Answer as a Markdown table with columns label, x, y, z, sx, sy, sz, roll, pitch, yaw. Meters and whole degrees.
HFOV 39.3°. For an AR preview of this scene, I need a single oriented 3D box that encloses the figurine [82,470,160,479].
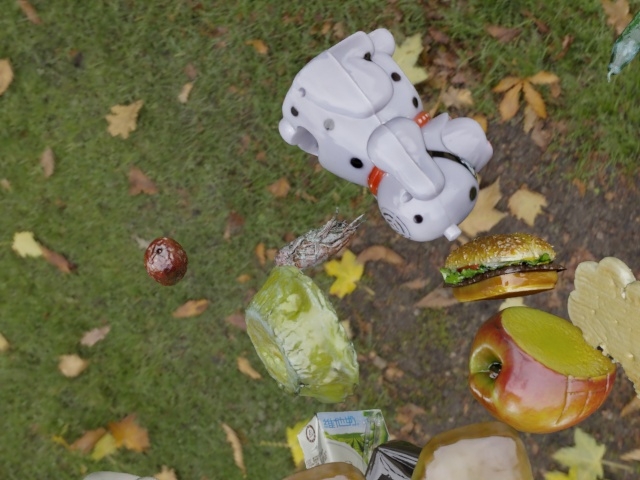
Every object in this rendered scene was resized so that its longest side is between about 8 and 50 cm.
| label | x | y | z | sx | sy | sz | roll | pitch | yaw |
| --- | --- | --- | --- | --- | --- | --- | --- | --- | --- |
| figurine | -0.230 | 0.369 | 0.931 | 0.127 | 0.236 | 0.155 | 33 | 146 | -31 |

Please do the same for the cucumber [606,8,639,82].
| label | x | y | z | sx | sy | sz | roll | pitch | yaw |
| --- | --- | --- | --- | --- | --- | --- | --- | --- | --- |
| cucumber | 0.430 | -0.281 | 1.211 | 0.037 | 0.037 | 0.155 | 35 | 85 | 6 |

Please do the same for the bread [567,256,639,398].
| label | x | y | z | sx | sy | sz | roll | pitch | yaw |
| --- | --- | --- | --- | --- | --- | --- | --- | --- | --- |
| bread | 0.491 | 0.126 | 1.458 | 0.038 | 0.251 | 0.182 | -6 | 124 | -19 |

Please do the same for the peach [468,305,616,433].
| label | x | y | z | sx | sy | sz | roll | pitch | yaw |
| --- | --- | --- | --- | --- | --- | --- | --- | --- | --- |
| peach | 0.432 | 0.256 | 1.756 | 0.274 | 0.249 | 0.245 | 4 | 149 | -14 |

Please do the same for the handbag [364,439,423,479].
| label | x | y | z | sx | sy | sz | roll | pitch | yaw |
| --- | --- | --- | --- | --- | --- | --- | --- | --- | --- |
| handbag | 0.176 | 0.505 | 1.525 | 0.256 | 0.113 | 0.286 | 15 | 93 | 11 |

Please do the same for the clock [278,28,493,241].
| label | x | y | z | sx | sy | sz | roll | pitch | yaw |
| --- | --- | --- | --- | --- | --- | --- | --- | --- | --- |
| clock | 0.093 | -0.107 | 1.076 | 0.254 | 0.188 | 0.189 | 47 | 126 | 21 |

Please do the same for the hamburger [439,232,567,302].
| label | x | y | z | sx | sy | sz | roll | pitch | yaw |
| --- | --- | --- | --- | --- | --- | --- | --- | --- | --- |
| hamburger | 0.245 | 0.035 | 1.235 | 0.166 | 0.137 | 0.087 | -21 | 73 | 61 |

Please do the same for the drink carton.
| label | x | y | z | sx | sy | sz | roll | pitch | yaw |
| --- | --- | --- | --- | --- | --- | --- | --- | --- | --- |
| drink carton | 0.087 | 0.573 | 2.111 | 0.132 | 0.194 | 0.325 | -54 | 43 | 42 |

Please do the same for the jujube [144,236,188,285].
| label | x | y | z | sx | sy | sz | roll | pitch | yaw |
| --- | --- | --- | --- | --- | --- | --- | --- | --- | --- |
| jujube | -0.271 | 0.041 | 1.582 | 0.077 | 0.077 | 0.129 | 32 | 166 | 8 |

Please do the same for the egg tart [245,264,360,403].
| label | x | y | z | sx | sy | sz | roll | pitch | yaw |
| --- | --- | --- | --- | --- | --- | --- | --- | --- | --- |
| egg tart | -0.032 | 0.125 | 1.097 | 0.197 | 0.078 | 0.197 | 49 | 153 | 35 |

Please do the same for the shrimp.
| label | x | y | z | sx | sy | sz | roll | pitch | yaw |
| --- | --- | --- | --- | --- | --- | --- | --- | --- | --- |
| shrimp | 0.001 | 0.001 | 1.623 | 0.190 | 0.075 | 0.073 | -27 | 125 | 17 |

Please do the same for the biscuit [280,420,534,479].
| label | x | y | z | sx | sy | sz | roll | pitch | yaw |
| --- | --- | --- | --- | --- | --- | --- | --- | --- | --- |
| biscuit | 0.099 | 0.310 | 0.825 | 0.236 | 0.062 | 0.291 | -18 | 110 | 5 |
